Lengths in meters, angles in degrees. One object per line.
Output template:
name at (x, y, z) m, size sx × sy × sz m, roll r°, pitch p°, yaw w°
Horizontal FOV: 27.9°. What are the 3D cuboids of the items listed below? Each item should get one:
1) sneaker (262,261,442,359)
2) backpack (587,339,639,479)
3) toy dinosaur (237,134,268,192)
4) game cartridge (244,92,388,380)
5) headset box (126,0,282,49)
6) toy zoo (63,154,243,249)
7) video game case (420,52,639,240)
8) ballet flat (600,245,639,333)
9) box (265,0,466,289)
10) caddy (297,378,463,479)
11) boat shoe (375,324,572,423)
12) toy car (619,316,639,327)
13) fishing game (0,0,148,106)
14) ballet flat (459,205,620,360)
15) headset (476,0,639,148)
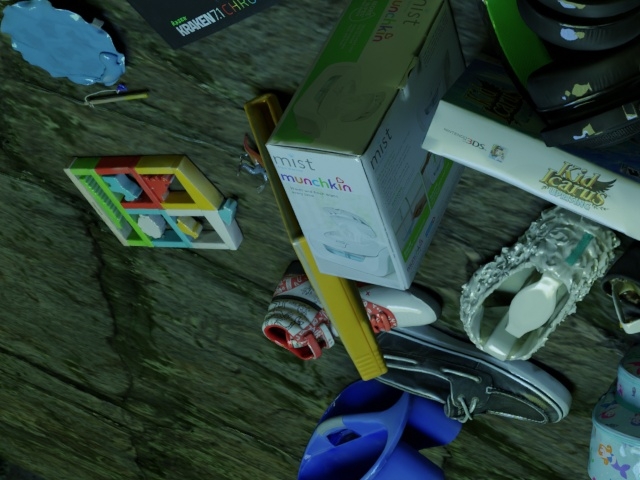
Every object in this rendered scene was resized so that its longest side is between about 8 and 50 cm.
sneaker at (0.042, 0.127, 1.984) m, size 0.270 × 0.145 × 0.090 m, roll 12°, pitch 146°, yaw 23°
backpack at (0.477, 0.253, 1.729) m, size 0.225 × 0.253 × 0.191 m, roll 11°, pitch 114°, yaw 27°
toy dinosaur at (-0.078, -0.099, 1.849) m, size 0.082 × 0.047 × 0.090 m, roll 10°, pitch 138°, yaw -5°
game cartridge at (0.000, 0.000, 1.740) m, size 0.052 × 0.285 × 0.324 m, roll -24°, pitch 136°, yaw 4°
headset box at (-0.157, -0.379, 1.410) m, size 0.246 × 0.131 × 0.283 m, roll -13°, pitch 130°, yaw 46°
toy zoo at (-0.249, -0.059, 2.046) m, size 0.293 × 0.030 × 0.192 m, roll 1°, pitch 140°, yaw 36°
video game case at (0.252, -0.110, 1.380) m, size 0.244 × 0.269 × 0.061 m, roll 22°, pitch 113°, yaw 7°
ballet flat at (0.422, 0.100, 1.555) m, size 0.095 × 0.096 × 0.280 m, roll 59°, pitch 180°, yaw -26°
box at (0.073, -0.119, 1.488) m, size 0.127 × 0.262 × 0.231 m, roll 10°, pitch 145°, yaw 28°
caddy at (0.082, 0.349, 2.191) m, size 0.179 × 0.241 × 0.341 m, roll 32°, pitch 148°, yaw -16°
boat shoe at (0.221, 0.229, 2.020) m, size 0.335 × 0.119 × 0.121 m, roll 19°, pitch 148°, yaw 14°
toy car at (0.439, 0.081, 1.736) m, size 0.040 × 0.060 × 0.122 m, roll -14°, pitch 171°, yaw -13°
fishing game at (-0.356, -0.281, 1.798) m, size 0.189 × 0.041 × 0.264 m, roll -5°, pitch 144°, yaw 43°
ballet flat at (0.270, 0.086, 1.764) m, size 0.147 × 0.147 × 0.409 m, roll 26°, pitch 150°, yaw 2°
headset at (0.273, -0.195, 1.169) m, size 0.394 × 0.185 × 0.243 m, roll -127°, pitch 17°, yaw -53°
